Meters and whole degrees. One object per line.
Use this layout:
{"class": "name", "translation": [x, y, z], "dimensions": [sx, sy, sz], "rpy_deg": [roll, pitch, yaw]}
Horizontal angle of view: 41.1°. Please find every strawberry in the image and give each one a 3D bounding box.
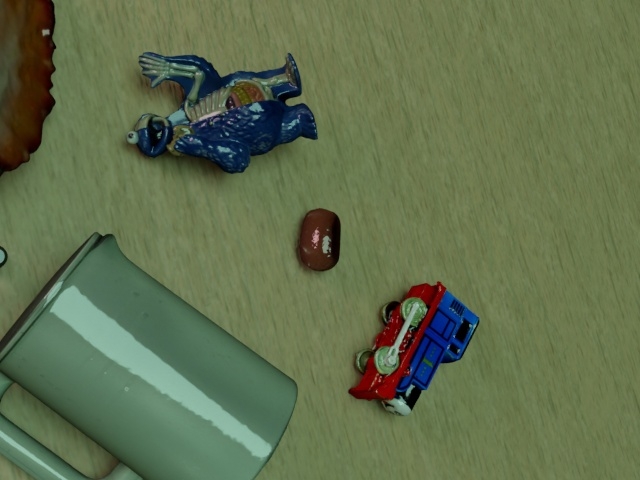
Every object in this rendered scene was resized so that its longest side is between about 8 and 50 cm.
{"class": "strawberry", "translation": [-0.436, -0.228, 1.013], "dimensions": [0.265, 0.149, 0.336], "rpy_deg": [66, 23, -49]}

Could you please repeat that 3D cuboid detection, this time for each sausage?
{"class": "sausage", "translation": [-0.001, 0.000, 1.249], "dimensions": [0.054, 0.059, 0.094], "rpy_deg": [0, 75, 17]}

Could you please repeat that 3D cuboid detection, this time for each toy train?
{"class": "toy train", "translation": [0.139, 0.164, 1.272], "dimensions": [0.131, 0.082, 0.204], "rpy_deg": [40, 65, -17]}

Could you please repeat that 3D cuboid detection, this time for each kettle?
{"class": "kettle", "translation": [-0.227, 0.178, 1.039], "dimensions": [0.318, 0.265, 0.205], "rpy_deg": [40, 33, -15]}

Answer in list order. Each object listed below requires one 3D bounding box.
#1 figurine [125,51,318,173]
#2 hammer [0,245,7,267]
{"class": "figurine", "translation": [-0.138, -0.169, 1.190], "dimensions": [0.262, 0.121, 0.164], "rpy_deg": [-3, 81, -12]}
{"class": "hammer", "translation": [-0.442, 0.140, 1.004], "dimensions": [0.029, 0.058, 0.292], "rpy_deg": [26, 74, -19]}
